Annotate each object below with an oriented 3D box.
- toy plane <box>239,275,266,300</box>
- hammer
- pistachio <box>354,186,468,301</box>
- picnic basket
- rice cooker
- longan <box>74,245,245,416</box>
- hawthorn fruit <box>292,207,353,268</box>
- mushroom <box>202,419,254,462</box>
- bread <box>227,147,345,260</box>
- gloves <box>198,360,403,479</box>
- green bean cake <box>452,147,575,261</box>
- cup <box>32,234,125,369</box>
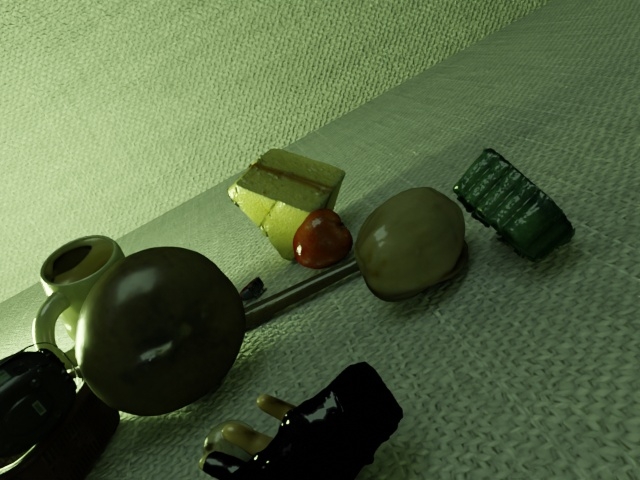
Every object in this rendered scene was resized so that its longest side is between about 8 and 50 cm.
[{"bbox_3d":[-0.177,0.128,1.530,0.060,0.037,0.145,-16,21,41],"label":"toy plane"},{"bbox_3d":[-0.007,0.094,1.379,0.440,0.044,0.168,-26,18,8],"label":"hammer"},{"bbox_3d":[0.174,0.003,1.186,0.197,0.166,0.288,18,40,32],"label":"pistachio"},{"bbox_3d":[-0.507,0.381,1.202,0.222,0.129,0.297,-22,20,21],"label":"picnic basket"},{"bbox_3d":[-0.499,0.266,1.071,0.118,0.142,0.203,10,44,44],"label":"rice cooker"},{"bbox_3d":[-0.298,0.166,1.203,0.319,0.319,0.319,-25,19,10],"label":"longan"},{"bbox_3d":[0.000,0.000,1.477,0.138,0.133,0.133,-37,19,5],"label":"hawthorn fruit"},{"bbox_3d":[-0.133,0.314,0.966,0.085,0.085,0.079,-37,-13,-23],"label":"mushroom"},{"bbox_3d":[-0.098,-0.104,1.666,0.263,0.236,0.198,-54,-13,-52],"label":"bread"},{"bbox_3d":[-0.042,0.275,0.809,0.301,0.152,0.197,-25,-3,28],"label":"gloves"},{"bbox_3d":[0.343,-0.039,1.105,0.107,0.193,0.208,-45,42,7],"label":"green bean cake"},{"bbox_3d":[-0.466,0.139,1.325,0.173,0.202,0.255,-12,37,0],"label":"cup"}]
